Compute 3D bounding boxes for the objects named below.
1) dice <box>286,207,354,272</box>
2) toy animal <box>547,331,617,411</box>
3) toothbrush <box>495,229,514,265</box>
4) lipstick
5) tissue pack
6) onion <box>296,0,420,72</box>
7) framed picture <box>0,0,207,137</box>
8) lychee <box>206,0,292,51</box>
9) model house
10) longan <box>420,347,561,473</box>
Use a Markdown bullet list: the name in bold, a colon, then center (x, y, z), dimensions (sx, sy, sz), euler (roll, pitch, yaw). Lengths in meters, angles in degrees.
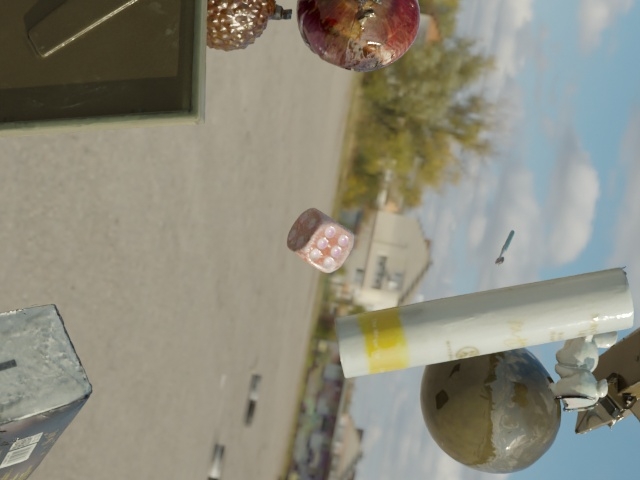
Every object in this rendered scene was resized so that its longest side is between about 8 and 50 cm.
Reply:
- **dice**: center (0.000, 0.000, 2.142), dimensions (0.093, 0.094, 0.091), euler (-58, -151, 3)
- **toy animal**: center (0.372, 0.178, 1.656), dimensions (0.085, 0.071, 0.124), euler (-21, -129, 44)
- **toothbrush**: center (0.358, 0.013, 2.214), dimensions (0.011, 0.014, 0.167), euler (58, 28, -10)
- **lipstick**: center (0.147, 0.074, 1.036), dimensions (0.059, 0.264, 0.059), euler (-10, 90, -87)
- **tissue pack**: center (-0.524, 0.268, 1.809), dimensions (0.370, 0.210, 0.198), euler (-47, -120, 47)
- **onion**: center (0.067, -0.426, 2.096), dimensions (0.163, 0.230, 0.230), euler (74, 26, -68)
- **framed picture**: center (-0.381, -0.316, 1.725), dimensions (0.028, 0.446, 0.326), euler (44, 45, -71)
- **lychee**: center (-0.168, -0.433, 2.085), dimensions (0.200, 0.238, 0.200), euler (-165, -90, -80)
- **model house**: center (0.513, 0.277, 1.950), dimensions (0.248, 0.176, 0.181), euler (-33, 170, -35)
- **longan**: center (0.264, 0.252, 1.827), dimensions (0.248, 0.248, 0.248), euler (11, 90, -89)
